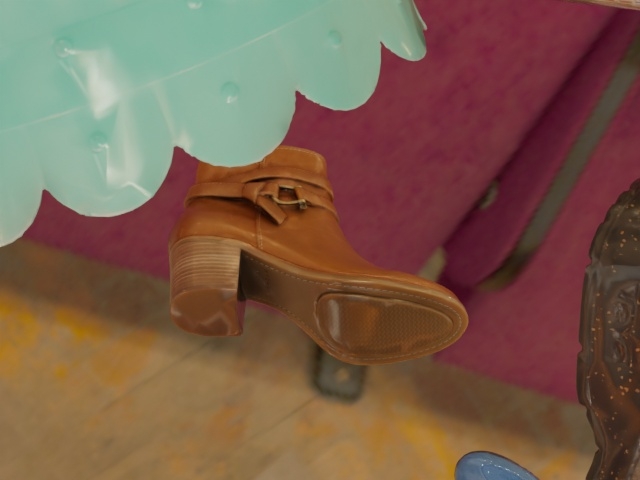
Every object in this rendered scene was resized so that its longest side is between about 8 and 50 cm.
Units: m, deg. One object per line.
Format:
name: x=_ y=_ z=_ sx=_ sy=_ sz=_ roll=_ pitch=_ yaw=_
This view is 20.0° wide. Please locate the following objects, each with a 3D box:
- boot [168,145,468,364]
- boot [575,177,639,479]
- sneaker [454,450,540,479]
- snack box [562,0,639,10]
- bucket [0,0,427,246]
boot: x=0.000 y=0.000 z=1.188 sx=0.197 sy=0.073 sz=0.152 roll=9 pitch=41 yaw=-3
boot: x=0.232 y=0.142 z=0.850 sx=0.118 sy=0.223 sz=0.338 roll=-40 pitch=135 yaw=-53
sneaker: x=0.190 y=0.274 z=1.629 sx=0.209 sy=0.069 sz=0.082 roll=52 pitch=18 yaw=18
snack box: x=0.265 y=-0.191 z=1.413 sx=0.178 sy=0.064 sz=0.022 roll=9 pitch=90 yaw=12
bucket: x=-0.106 y=-0.132 z=0.842 sx=0.281 sy=0.281 sz=0.183 roll=-32 pitch=109 yaw=-37
